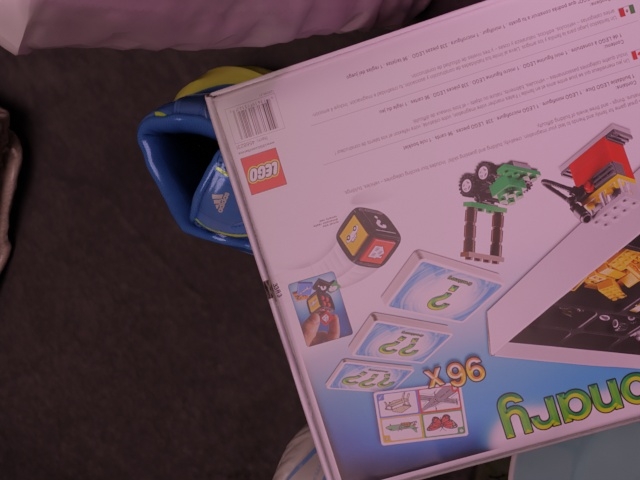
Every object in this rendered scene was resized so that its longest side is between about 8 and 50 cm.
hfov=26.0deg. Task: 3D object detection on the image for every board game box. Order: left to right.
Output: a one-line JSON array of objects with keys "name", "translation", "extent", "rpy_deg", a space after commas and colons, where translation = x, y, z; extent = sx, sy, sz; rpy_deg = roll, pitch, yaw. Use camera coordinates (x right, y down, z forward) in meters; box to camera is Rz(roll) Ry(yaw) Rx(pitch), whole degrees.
[{"name": "board game box", "translation": [0.123, -0.019, 0.605], "extent": [0.305, 0.053, 0.193], "rpy_deg": [-17, 93, 11]}]

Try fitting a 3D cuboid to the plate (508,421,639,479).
[{"name": "plate", "translation": [0.183, 0.139, 0.689], "extent": [0.188, 0.024, 0.188], "rpy_deg": [8, 106, 31]}]

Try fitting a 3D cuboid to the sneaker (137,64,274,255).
[{"name": "sneaker", "translation": [0.000, 0.000, 0.706], "extent": [0.240, 0.126, 0.091], "rpy_deg": [36, 118, 20]}]

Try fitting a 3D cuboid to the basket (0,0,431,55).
[{"name": "basket", "translation": [-0.087, -0.276, 0.579], "extent": [0.331, 0.328, 0.266], "rpy_deg": [37, 115, 18]}]

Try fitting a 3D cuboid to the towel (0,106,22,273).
[{"name": "towel", "translation": [-0.300, -0.001, 0.941], "extent": [0.187, 0.049, 0.282], "rpy_deg": [35, 118, 22]}]

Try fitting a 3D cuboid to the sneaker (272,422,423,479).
[{"name": "sneaker", "translation": [-0.009, 0.213, 0.789], "extent": [0.086, 0.085, 0.237], "rpy_deg": [32, 118, 27]}]
